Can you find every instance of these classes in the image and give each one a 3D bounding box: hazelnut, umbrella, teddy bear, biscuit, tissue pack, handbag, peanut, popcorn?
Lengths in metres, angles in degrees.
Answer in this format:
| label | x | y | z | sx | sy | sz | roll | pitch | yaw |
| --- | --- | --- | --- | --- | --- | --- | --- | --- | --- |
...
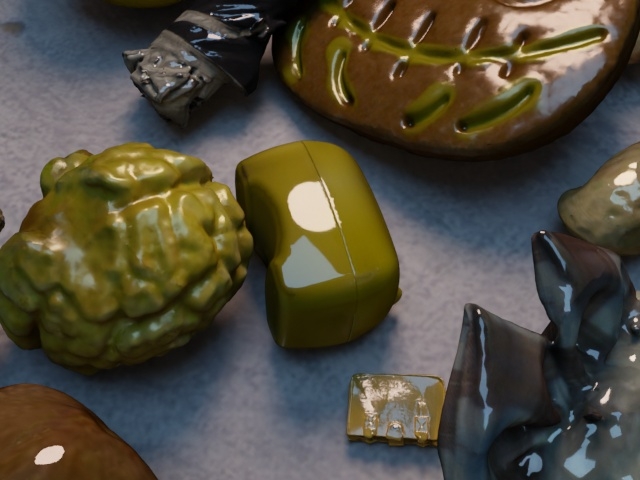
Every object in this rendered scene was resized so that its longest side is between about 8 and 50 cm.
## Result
| label | x | y | z | sx | sy | sz | roll | pitch | yaw |
| --- | --- | --- | --- | --- | --- | --- | --- | --- | --- |
| hazelnut | -0.217 | 0.211 | 0.611 | 0.210 | 0.186 | 0.210 | 8 | 58 | -13 |
| umbrella | -0.051 | -0.260 | 0.892 | 0.358 | 0.106 | 0.113 | -43 | 49 | 4 |
| teddy bear | 0.239 | 0.208 | 0.480 | 0.375 | 0.362 | 0.327 | 35 | 67 | 25 |
| biscuit | 0.130 | -0.249 | 0.867 | 0.394 | 0.070 | 0.350 | 19 | 74 | 34 |
| tissue pack | 0.000 | 0.000 | 0.763 | 0.127 | 0.123 | 0.178 | -14 | 57 | -12 |
| handbag | 0.065 | 0.146 | 0.725 | 0.083 | 0.027 | 0.061 | 1 | 58 | 7 |
| peanut | 0.351 | -0.051 | 0.787 | 0.263 | 0.101 | 0.117 | -9 | 38 | -1 |
| popcorn | -0.171 | 0.012 | 0.752 | 0.200 | 0.203 | 0.226 | 31 | 107 | -5 |

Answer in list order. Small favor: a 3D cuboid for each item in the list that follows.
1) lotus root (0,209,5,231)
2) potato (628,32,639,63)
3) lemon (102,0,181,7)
| label | x | y | z | sx | sy | sz | roll | pitch | yaw |
| --- | --- | --- | --- | --- | --- | --- | --- | --- | --- |
| lotus root | -0.395 | 0.073 | 0.718 | 0.314 | 0.141 | 0.169 | -34 | 37 | -4 |
| potato | 0.283 | -0.279 | 0.920 | 0.161 | 0.128 | 0.234 | -24 | 54 | -17 |
| lemon | -0.196 | -0.401 | 0.944 | 0.293 | 0.293 | 0.293 | -2 | 58 | 3 |
